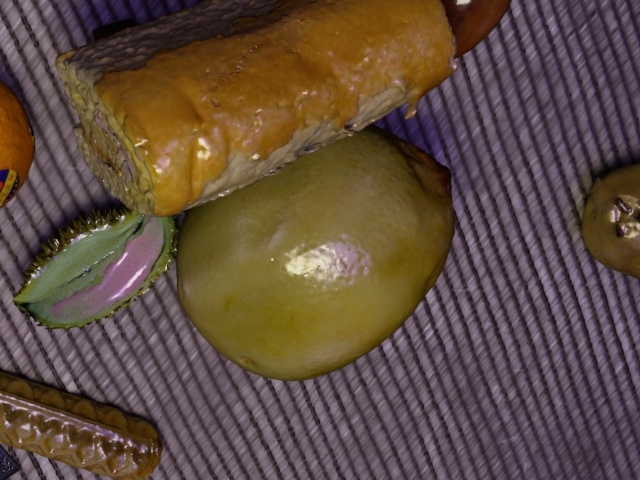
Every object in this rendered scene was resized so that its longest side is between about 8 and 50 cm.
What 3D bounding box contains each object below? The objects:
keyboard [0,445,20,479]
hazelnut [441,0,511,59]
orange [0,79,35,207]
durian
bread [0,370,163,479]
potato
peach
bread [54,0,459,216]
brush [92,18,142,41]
[{"bbox_3d":[-0.453,0.254,1.469,0.053,0.010,0.155,-35,112,0],"label":"keyboard"},{"bbox_3d":[0.144,-0.318,1.334,0.210,0.186,0.210,-2,84,20],"label":"hazelnut"},{"bbox_3d":[-0.411,-0.110,1.287,0.177,0.155,0.178,-7,111,-20],"label":"orange"},{"bbox_3d":[-0.269,0.017,1.397,0.220,0.095,0.137,-34,147,-3],"label":"durian"},{"bbox_3d":[-0.369,0.221,1.440,0.367,0.084,0.077,22,117,-19],"label":"bread"},{"bbox_3d":[0.502,-0.020,1.539,0.300,0.140,0.173,2,100,-13],"label":"potato"},{"bbox_3d":[-0.007,0.004,1.344,0.315,0.314,0.281,-32,90,36],"label":"peach"},{"bbox_3d":[-0.061,-0.167,1.197,0.375,0.236,0.165,-28,127,-24],"label":"bread"},{"bbox_3d":[-0.199,-0.160,1.338,0.059,0.123,0.197,-25,112,-8],"label":"brush"}]
